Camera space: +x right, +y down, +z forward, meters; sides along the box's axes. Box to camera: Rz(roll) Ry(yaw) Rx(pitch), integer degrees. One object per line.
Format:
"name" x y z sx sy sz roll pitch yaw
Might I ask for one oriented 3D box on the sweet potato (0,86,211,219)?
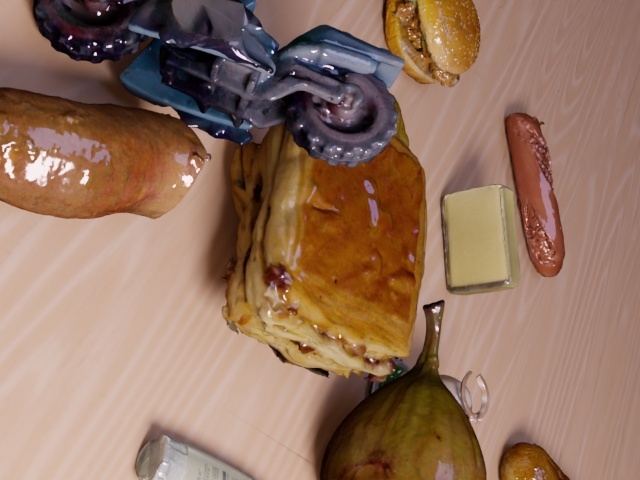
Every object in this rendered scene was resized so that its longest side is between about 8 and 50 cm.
"sweet potato" -0.267 -0.082 0.874 0.337 0.131 0.131 -1 81 -50

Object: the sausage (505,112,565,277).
"sausage" 0.415 -0.090 1.748 0.087 0.079 0.326 8 72 -77

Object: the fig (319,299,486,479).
"fig" 0.131 0.232 1.173 0.217 0.217 0.320 31 70 -42

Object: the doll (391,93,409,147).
"doll" 0.091 -0.133 1.373 0.209 0.097 0.137 -81 171 -48

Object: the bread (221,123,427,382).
"bread" 0.000 0.000 1.143 0.277 0.167 0.324 30 61 -42

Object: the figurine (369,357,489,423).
"figurine" 0.163 0.225 1.291 0.132 0.154 0.132 18 66 -47

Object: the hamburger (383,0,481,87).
"hamburger" 0.195 -0.349 1.522 0.182 0.118 0.190 -18 99 -48

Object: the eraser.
"eraser" 0.265 0.001 1.508 0.058 0.117 0.172 15 69 -53

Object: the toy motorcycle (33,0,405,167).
"toy motorcycle" -0.095 -0.240 1.007 0.416 0.172 0.232 22 61 -4

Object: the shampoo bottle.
"shampoo bottle" -0.116 0.285 1.017 0.212 0.049 0.072 43 53 -37

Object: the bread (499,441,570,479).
"bread" 0.422 0.467 1.598 0.344 0.084 0.124 48 48 -33
